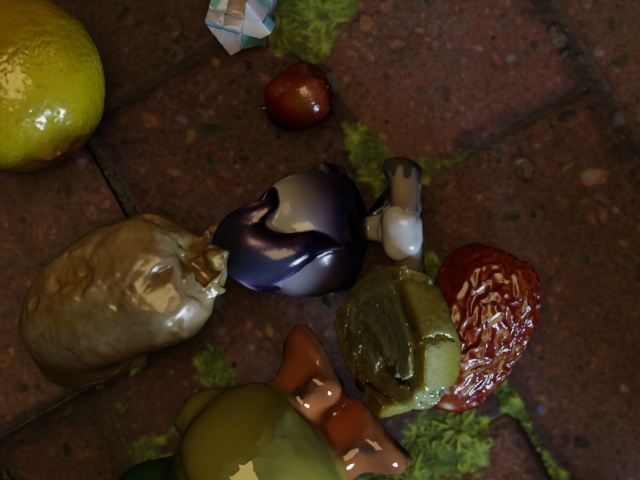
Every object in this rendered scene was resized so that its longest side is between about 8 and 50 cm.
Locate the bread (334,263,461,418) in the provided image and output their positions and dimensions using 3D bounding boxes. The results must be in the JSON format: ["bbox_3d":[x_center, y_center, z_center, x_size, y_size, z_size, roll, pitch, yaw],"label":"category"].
[{"bbox_3d":[0.078,0.101,1.891,0.117,0.064,0.156,-47,49,27],"label":"bread"}]

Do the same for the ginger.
[{"bbox_3d":[-0.208,0.061,1.925,0.267,0.152,0.138,-32,62,37],"label":"ginger"}]

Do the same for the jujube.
[{"bbox_3d":[0.156,0.091,1.942,0.112,0.109,0.176,26,93,42],"label":"jujube"}]

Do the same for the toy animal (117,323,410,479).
[{"bbox_3d":[-0.087,0.257,1.887,0.338,0.191,0.216,-41,83,-2],"label":"toy animal"}]

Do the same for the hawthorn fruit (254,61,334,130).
[{"bbox_3d":[-0.022,-0.149,2.000,0.077,0.077,0.077,0,82,3],"label":"hawthorn fruit"}]

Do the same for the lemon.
[{"bbox_3d":[-0.315,-0.167,1.966,0.178,0.178,0.203,-25,70,0],"label":"lemon"}]

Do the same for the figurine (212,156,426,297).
[{"bbox_3d":[0.000,0.000,1.947,0.222,0.145,0.145,-6,82,1],"label":"figurine"}]

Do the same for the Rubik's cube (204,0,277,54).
[{"bbox_3d":[-0.085,-0.243,2.013,0.075,0.073,0.084,-2,80,4],"label":"Rubik's cube"}]
